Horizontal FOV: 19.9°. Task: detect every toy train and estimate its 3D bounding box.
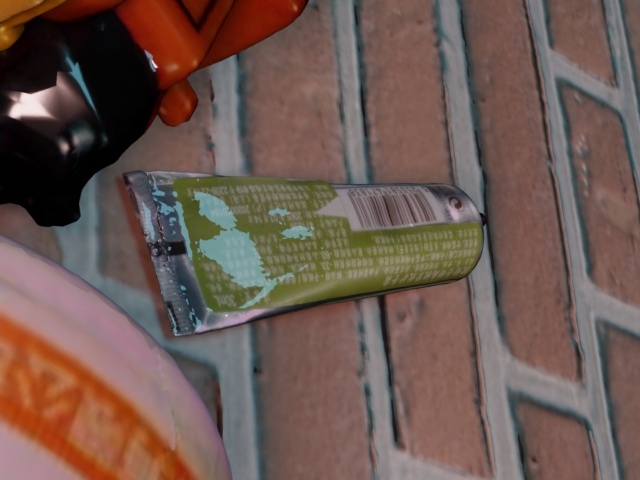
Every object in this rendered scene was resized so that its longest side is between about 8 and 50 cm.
[{"bbox_3d":[-0.110,-0.160,0.823,0.231,0.163,0.369,54,34,-25],"label":"toy train"}]

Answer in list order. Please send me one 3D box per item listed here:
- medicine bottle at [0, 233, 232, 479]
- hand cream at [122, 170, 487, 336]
[{"bbox_3d":[-0.170,0.186,0.466,0.219,0.219,0.388,44,40,-22],"label":"medicine bottle"},{"bbox_3d":[0.000,0.000,0.950,0.235,0.055,0.086,-5,68,-44],"label":"hand cream"}]
